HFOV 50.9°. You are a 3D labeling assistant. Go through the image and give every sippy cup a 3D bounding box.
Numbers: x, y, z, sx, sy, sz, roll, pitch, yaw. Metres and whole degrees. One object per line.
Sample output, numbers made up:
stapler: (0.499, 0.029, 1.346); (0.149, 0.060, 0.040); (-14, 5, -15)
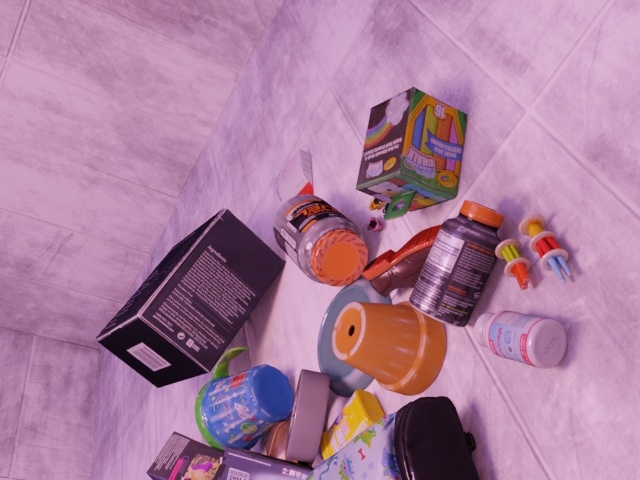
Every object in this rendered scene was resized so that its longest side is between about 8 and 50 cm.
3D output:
sippy cup: (-0.202, 0.470, 1.928); (0.224, 0.305, 0.240); (-34, 7, 34)

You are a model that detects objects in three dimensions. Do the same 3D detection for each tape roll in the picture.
tape roll: (-0.033, 0.432, 1.659); (0.219, 0.072, 0.219); (-169, 90, -87)

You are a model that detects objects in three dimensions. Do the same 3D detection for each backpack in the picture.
backpack: (0.122, 0.501, 1.291); (0.355, 0.273, 0.290); (121, 147, -47)

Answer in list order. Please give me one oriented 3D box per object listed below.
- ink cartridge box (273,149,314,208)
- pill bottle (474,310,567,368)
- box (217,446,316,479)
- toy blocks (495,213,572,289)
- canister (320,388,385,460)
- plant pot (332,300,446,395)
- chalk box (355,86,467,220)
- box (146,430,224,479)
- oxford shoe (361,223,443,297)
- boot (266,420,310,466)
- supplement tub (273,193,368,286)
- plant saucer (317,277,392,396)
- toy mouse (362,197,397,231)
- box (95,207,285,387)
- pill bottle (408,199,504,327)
ink cartridge box: (-0.095, -0.169, 2.314); (0.189, 0.066, 0.232); (-46, 32, 39)
pill bottle: (0.354, 0.173, 1.210); (0.160, 0.087, 0.087); (4, 77, 63)
box: (-0.123, 0.659, 1.645); (0.307, 0.076, 0.242); (4, 74, 32)
toy blocks: (0.398, 0.041, 1.251); (0.123, 0.054, 0.148); (-53, 32, 30)
canister: (0.077, 0.448, 1.564); (0.170, 0.073, 0.126); (-58, 28, 20)
plant pot: (0.137, 0.220, 1.472); (0.205, 0.188, 0.205); (-40, 40, 45)
chalk box: (0.214, -0.182, 1.610); (0.180, 0.179, 0.289); (-13, 62, 58)
box: (-0.324, 0.675, 1.895); (0.270, 0.165, 0.143); (13, 53, 29)
oxford shoe: (0.227, 0.046, 1.556); (0.271, 0.098, 0.097); (-30, 10, 34)
boot: (-0.094, 0.623, 1.743); (0.115, 0.112, 0.305); (-14, 58, 47)
supplement tub: (0.000, 0.000, 1.869); (0.194, 0.193, 0.316); (-66, 28, 10)
plant saucer: (0.075, 0.242, 1.737); (0.317, 0.043, 0.318); (-41, 38, 44)
toy mouse: (0.166, -0.066, 1.780); (0.161, 0.031, 0.143); (-57, 29, 25)
box: (-0.442, 0.206, 2.272); (0.480, 0.297, 0.472); (-27, 25, 54)
pill bottle: (0.286, 0.043, 1.375); (0.246, 0.130, 0.130); (-67, 27, 7)
